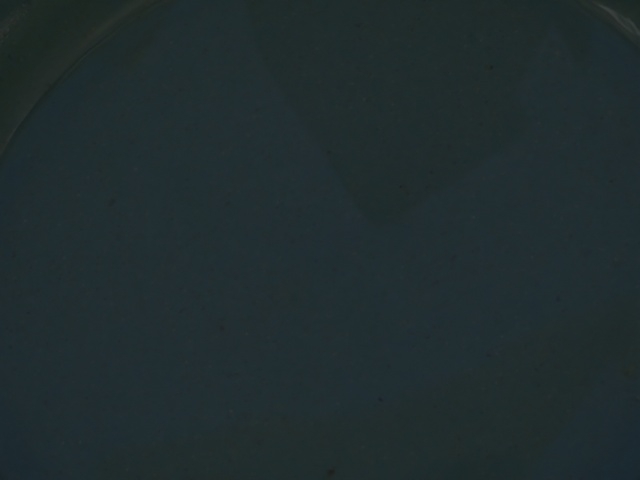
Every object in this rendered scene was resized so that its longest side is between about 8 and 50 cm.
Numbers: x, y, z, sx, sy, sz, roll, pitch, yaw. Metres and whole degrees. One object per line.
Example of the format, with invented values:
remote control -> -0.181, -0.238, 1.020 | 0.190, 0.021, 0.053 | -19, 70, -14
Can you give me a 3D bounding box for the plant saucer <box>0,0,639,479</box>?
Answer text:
plant saucer -> 0.000, 0.000, 0.596 | 0.317, 0.318, 0.044 | -13, -29, 6
